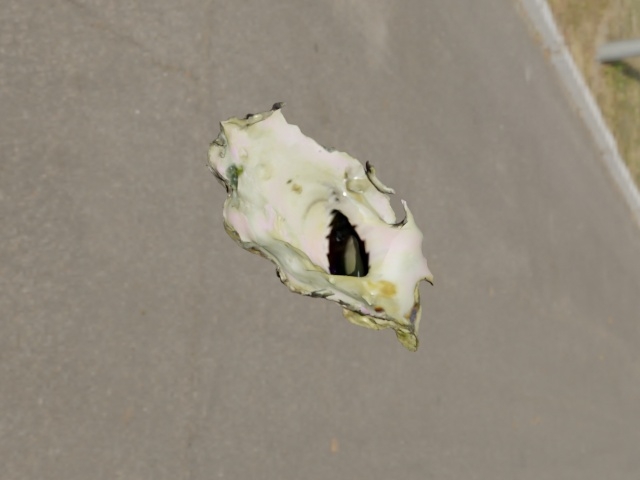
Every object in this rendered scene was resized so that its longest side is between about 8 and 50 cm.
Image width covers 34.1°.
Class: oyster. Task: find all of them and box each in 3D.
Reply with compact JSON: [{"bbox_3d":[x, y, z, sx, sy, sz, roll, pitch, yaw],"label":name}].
[{"bbox_3d":[-0.002,-0.009,0.750,0.209,0.072,0.133,21,61,-30],"label":"oyster"}]
